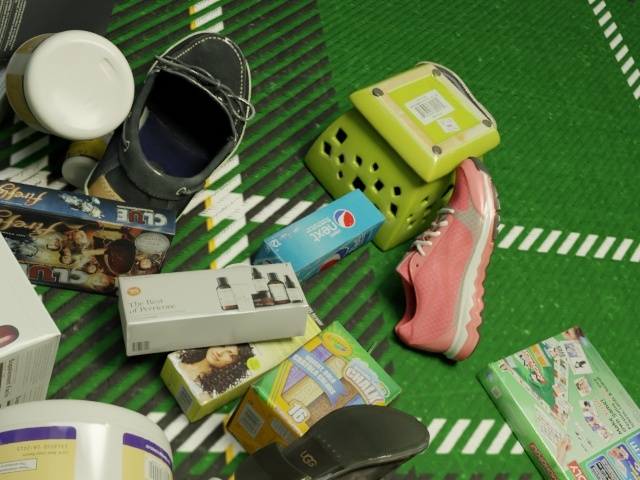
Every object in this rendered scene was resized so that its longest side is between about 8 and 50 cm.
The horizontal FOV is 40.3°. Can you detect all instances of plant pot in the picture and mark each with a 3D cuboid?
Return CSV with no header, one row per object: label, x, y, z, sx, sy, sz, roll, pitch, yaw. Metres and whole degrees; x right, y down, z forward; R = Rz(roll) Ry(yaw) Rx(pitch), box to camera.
plant pot,0.145,-0.155,1.457,0.228,0.207,0.227,-28,70,-37

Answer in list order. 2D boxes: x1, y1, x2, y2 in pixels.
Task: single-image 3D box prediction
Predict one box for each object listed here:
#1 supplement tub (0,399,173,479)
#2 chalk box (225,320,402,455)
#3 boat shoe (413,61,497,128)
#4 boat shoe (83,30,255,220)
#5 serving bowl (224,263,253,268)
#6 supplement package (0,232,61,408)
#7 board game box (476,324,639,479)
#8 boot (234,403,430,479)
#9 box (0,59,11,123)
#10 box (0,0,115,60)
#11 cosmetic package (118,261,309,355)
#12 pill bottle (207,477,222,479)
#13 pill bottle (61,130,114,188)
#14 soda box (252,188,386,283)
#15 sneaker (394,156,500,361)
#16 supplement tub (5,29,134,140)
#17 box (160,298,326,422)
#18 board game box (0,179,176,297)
supplement tub,-0.262,0.350,0.847,0.241,0.241,0.331,7,52,-20
chalk box,0.006,0.210,1.155,0.213,0.132,0.132,-32,72,-38
boat shoe,0.249,-0.265,1.680,0.206,0.075,0.065,44,46,6
boat shoe,-0.198,-0.190,1.329,0.186,0.156,0.500,36,39,-13
serving bowl,-0.114,0.075,1.275,0.083,0.027,0.083,12,50,-15
supplement package,-0.433,0.082,1.002,0.145,0.204,0.262,-22,66,-37
board game box,0.409,0.297,1.332,0.213,0.046,0.317,-16,63,-33
boot,0.002,0.321,1.014,0.263,0.229,0.091,-14,34,-23
box,-0.525,-0.250,1.309,0.137,0.072,0.126,21,47,-9
box,-0.529,-0.440,1.315,0.343,0.179,0.312,34,31,11
cosmetic package,-0.144,0.087,1.165,0.239,0.060,0.099,-5,36,-18
pill bottle,-0.155,0.337,1.023,0.120,0.067,0.067,-28,69,-38
pill bottle,-0.344,-0.139,1.311,0.065,0.065,0.116,16,49,-13
soda box,0.000,0.000,1.357,0.210,0.067,0.071,-30,71,-36
sneaker,0.186,0.022,1.324,0.136,0.116,0.314,8,88,-5
supplement tub,-0.355,-0.216,1.215,0.144,0.144,0.199,-6,13,-29
box,-0.098,0.157,1.198,0.232,0.058,0.087,-25,67,-37
board game box,-0.326,0.004,1.140,0.243,0.165,0.042,10,51,-17
